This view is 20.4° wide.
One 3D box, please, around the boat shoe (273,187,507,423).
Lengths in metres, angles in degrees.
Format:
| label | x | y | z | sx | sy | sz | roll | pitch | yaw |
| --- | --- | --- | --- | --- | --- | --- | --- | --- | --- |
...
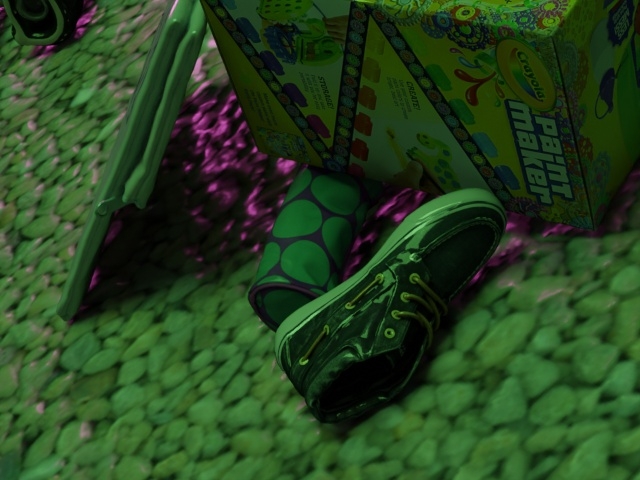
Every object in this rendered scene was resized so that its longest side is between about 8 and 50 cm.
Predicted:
| label | x | y | z | sx | sy | sz | roll | pitch | yaw |
| --- | --- | --- | --- | --- | --- | --- | --- | --- | --- |
| boat shoe | 0.057 | 0.046 | 1.155 | 0.183 | 0.065 | 0.083 | -39 | 34 | 4 |

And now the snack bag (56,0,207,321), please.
| label | x | y | z | sx | sy | sz | roll | pitch | yaw |
| --- | --- | --- | --- | --- | --- | --- | --- | --- | --- |
| snack bag | -0.125 | -0.133 | 1.425 | 0.323 | 0.037 | 0.342 | -79 | 13 | -48 |

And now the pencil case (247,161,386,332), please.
| label | x | y | z | sx | sy | sz | roll | pitch | yaw |
| --- | --- | --- | --- | --- | --- | --- | --- | --- | --- |
| pencil case | 0.000 | 0.000 | 1.264 | 0.070 | 0.064 | 0.152 | 16 | 48 | 6 |

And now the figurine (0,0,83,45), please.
| label | x | y | z | sx | sy | sz | roll | pitch | yaw |
| --- | --- | --- | --- | --- | --- | --- | --- | --- | --- |
| figurine | -0.332 | -0.276 | 1.951 | 0.215 | 0.092 | 0.209 | -17 | 27 | 28 |

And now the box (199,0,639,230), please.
| label | x | y | z | sx | sy | sz | roll | pitch | yaw |
| --- | --- | --- | --- | --- | --- | --- | --- | --- | --- |
| box | 0.118 | -0.190 | 1.239 | 0.279 | 0.177 | 0.290 | 14 | 53 | 31 |
